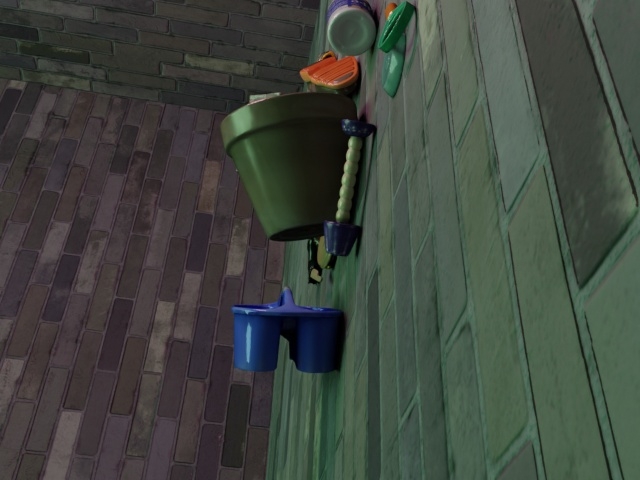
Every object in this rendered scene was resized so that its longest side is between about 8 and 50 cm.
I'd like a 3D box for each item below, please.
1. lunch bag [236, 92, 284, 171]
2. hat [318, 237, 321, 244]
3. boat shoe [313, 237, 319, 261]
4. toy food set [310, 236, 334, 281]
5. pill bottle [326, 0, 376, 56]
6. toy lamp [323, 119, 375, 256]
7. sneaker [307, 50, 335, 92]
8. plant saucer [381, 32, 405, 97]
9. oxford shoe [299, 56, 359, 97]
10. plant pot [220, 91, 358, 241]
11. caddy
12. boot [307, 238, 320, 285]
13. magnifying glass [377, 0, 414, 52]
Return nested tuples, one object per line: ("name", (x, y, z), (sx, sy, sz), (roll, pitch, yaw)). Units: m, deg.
("lunch bag", (-0.080, -0.282, 2.240), (0.168, 0.287, 0.236), (6, 85, 47))
("hat", (-0.030, -0.097, 2.117), (0.209, 0.172, 0.184), (-58, -30, -42))
("boat shoe", (0.000, 0.001, 2.140), (0.049, 0.041, 0.133), (122, 154, -71))
("toy food set", (0.025, 0.012, 1.941), (0.132, 0.038, 0.192), (-152, 75, -76))
("pill bottle", (0.070, -0.516, 1.797), (0.187, 0.111, 0.112), (-92, 11, -56))
("toy lamp", (0.057, -0.105, 1.567), (0.080, 0.080, 0.275), (-131, 50, -82))
("sneaker", (0.007, -0.546, 2.599), (0.083, 0.084, 0.215), (172, 106, -79))
("plant saucer", (0.131, -0.323, 1.397), (0.119, 0.021, 0.120), (-172, 90, -83))
("oxford shoe", (0.045, -0.412, 2.054), (0.364, 0.129, 0.133), (-123, 8, -71))
("plant pot", (-0.053, -0.154, 1.765), (0.323, 0.322, 0.281), (123, 139, -76))
("caddy", (-0.080, 0.191, 1.704), (0.341, 0.241, 0.179), (154, 119, -82))
("boot", (-0.018, 0.061, 2.207), (0.099, 0.045, 0.121), (-90, 2, -66))
("magnifying glass", (0.132, -0.398, 1.381), (0.092, 0.026, 0.231), (-57, 10, 23))
